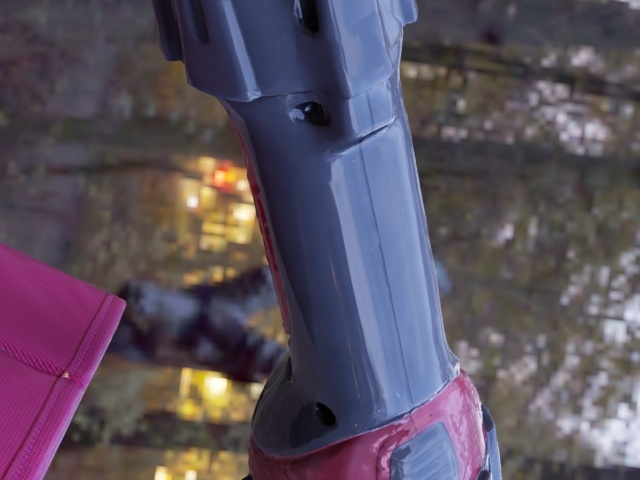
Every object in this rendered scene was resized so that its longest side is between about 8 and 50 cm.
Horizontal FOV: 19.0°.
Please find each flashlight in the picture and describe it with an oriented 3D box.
[{"bbox_3d":[0.000,0.000,0.669,0.103,0.103,0.304,-73,156,-49],"label":"flashlight"}]

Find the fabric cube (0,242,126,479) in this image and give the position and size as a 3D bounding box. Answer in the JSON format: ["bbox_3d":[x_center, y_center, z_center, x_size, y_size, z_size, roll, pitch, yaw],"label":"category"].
[{"bbox_3d":[-0.241,0.098,0.612,0.259,0.258,0.254,-86,-159,-80],"label":"fabric cube"}]
